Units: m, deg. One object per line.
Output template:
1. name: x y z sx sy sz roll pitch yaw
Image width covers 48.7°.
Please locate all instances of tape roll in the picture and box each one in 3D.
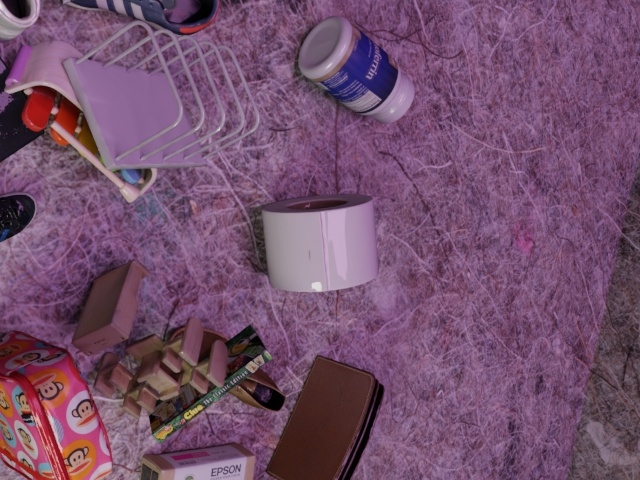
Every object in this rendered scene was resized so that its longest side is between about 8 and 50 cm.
1. tape roll: 0.000 0.000 1.533 0.246 0.246 0.169 -15 106 -39

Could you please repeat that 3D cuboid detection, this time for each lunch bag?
1. lunch bag: -0.456 0.294 1.148 0.120 0.293 0.258 -28 112 -40

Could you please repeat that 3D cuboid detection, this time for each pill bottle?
1. pill bottle: 0.089 -0.382 1.622 0.264 0.153 0.153 27 78 -40

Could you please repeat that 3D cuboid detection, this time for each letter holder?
1. letter holder: 0.047 0.452 1.646 0.152 0.214 0.302 36 72 -37

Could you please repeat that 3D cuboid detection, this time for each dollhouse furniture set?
1. dollhouse furniture set: -0.321 0.182 1.319 0.242 0.212 0.161 50 27 -33

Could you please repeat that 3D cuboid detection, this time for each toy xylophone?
1. toy xylophone: -0.389 -0.195 1.213 0.323 0.081 0.236 48 29 -33

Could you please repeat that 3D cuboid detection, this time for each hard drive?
1. hard drive: -0.574 -0.240 1.135 0.172 0.054 0.255 -44 121 -28

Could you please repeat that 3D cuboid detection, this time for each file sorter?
1. file sorter: -0.255 -0.247 1.226 0.277 0.173 0.193 -16 82 -66

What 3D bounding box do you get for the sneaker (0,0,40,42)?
1. sneaker: -0.522 -0.459 1.080 0.108 0.169 0.293 -37 116 -29

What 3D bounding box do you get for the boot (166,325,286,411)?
1. boot: -0.189 0.274 1.490 0.305 0.115 0.112 39 75 -34

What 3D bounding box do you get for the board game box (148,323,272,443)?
1. board game box: -0.219 0.271 1.364 0.259 0.136 0.030 -37 111 -7

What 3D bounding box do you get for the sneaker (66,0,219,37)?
1. sneaker: -0.335 -0.462 1.251 0.350 0.148 0.131 6 91 -41

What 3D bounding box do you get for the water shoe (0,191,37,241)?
1. water shoe: -0.553 -0.016 1.163 0.203 0.080 0.073 -34 116 -33

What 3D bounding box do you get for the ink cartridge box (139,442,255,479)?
1. ink cartridge box: -0.260 0.542 1.479 0.234 0.088 0.193 5 93 -40

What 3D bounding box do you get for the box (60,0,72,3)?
1. box: -0.361 -0.541 1.181 0.307 0.076 0.242 -32 76 -33
